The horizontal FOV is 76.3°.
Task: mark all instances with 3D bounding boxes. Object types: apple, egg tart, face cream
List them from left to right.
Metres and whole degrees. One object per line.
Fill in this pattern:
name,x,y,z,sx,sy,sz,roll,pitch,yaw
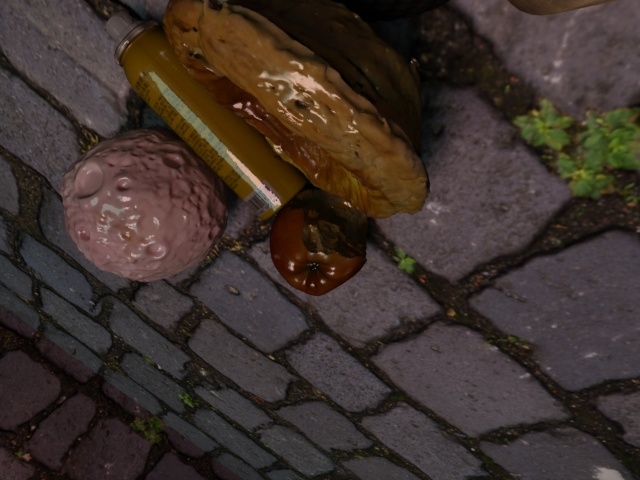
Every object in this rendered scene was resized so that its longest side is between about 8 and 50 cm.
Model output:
face cream,-0.171,-0.188,0.614,0.348,0.105,0.105,46,134,-13
apple,-0.005,0.005,0.651,0.156,0.158,0.147,43,137,-16
egg tart,-0.001,-0.159,0.459,0.352,0.150,0.352,34,180,0

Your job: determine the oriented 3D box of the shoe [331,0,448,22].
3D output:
shoe,-0.012,-0.336,0.402,0.337,0.132,0.171,11,103,-2

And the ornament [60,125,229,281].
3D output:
ornament,-0.278,-0.050,0.679,0.259,0.259,0.225,-29,97,42

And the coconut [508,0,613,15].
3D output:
coconut,0.192,-0.291,0.185,0.353,0.352,0.352,15,133,17
